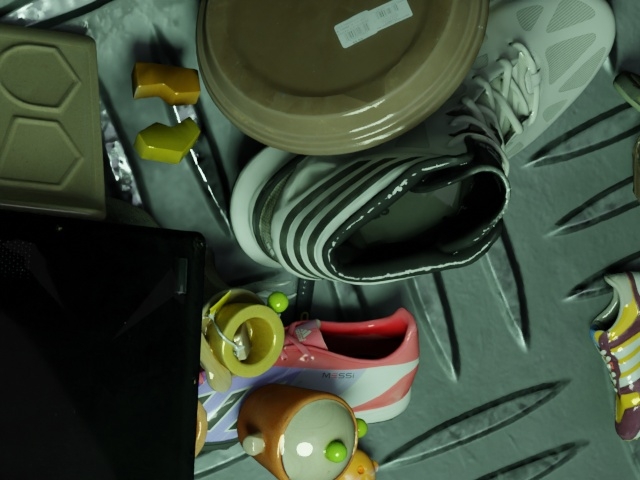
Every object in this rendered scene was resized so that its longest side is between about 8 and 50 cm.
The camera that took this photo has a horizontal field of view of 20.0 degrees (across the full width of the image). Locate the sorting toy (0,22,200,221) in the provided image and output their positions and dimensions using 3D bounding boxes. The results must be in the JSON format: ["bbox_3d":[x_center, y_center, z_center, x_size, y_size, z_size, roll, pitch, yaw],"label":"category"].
[{"bbox_3d":[-0.254,-0.104,1.610,0.307,0.229,0.041,6,140,-20],"label":"sorting toy"}]

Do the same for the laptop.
[{"bbox_3d":[-0.335,0.173,1.557,0.408,0.236,0.382,6,80,-23],"label":"laptop"}]

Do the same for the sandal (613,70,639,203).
[{"bbox_3d":[0.379,-0.043,1.885,0.086,0.120,0.303,-29,114,7],"label":"sandal"}]

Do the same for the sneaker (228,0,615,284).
[{"bbox_3d":[0.154,-0.087,1.690,0.447,0.257,0.169,-35,119,-17],"label":"sneaker"}]

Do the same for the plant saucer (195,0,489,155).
[{"bbox_3d":[0.013,-0.209,1.639,0.278,0.278,0.041,-40,153,-3],"label":"plant saucer"}]

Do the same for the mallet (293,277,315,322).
[{"bbox_3d":[0.000,0.000,1.815,0.062,0.039,0.189,-8,114,-19],"label":"mallet"}]

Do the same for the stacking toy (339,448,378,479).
[{"bbox_3d":[0.057,0.358,1.893,0.175,0.166,0.302,-20,101,-28],"label":"stacking toy"}]

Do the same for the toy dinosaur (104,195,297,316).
[{"bbox_3d":[-0.195,0.030,1.730,0.313,0.121,0.160,35,81,-20],"label":"toy dinosaur"}]

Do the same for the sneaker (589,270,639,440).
[{"bbox_3d":[0.323,0.123,1.946,0.084,0.069,0.185,7,98,-11],"label":"sneaker"}]

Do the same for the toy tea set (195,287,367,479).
[{"bbox_3d":[-0.102,0.209,1.627,0.336,0.124,0.200,-46,123,-19],"label":"toy tea set"}]

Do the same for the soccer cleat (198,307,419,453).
[{"bbox_3d":[-0.051,0.128,1.782,0.318,0.108,0.116,-5,131,-21],"label":"soccer cleat"}]
